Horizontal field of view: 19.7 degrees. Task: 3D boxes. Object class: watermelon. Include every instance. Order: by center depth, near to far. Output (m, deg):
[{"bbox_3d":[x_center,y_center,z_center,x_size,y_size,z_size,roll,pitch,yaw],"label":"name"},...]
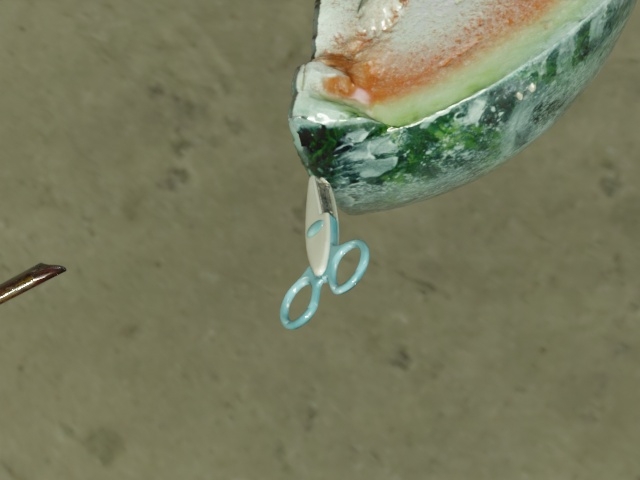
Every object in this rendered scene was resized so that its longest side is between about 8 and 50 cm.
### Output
[{"bbox_3d":[0.087,-0.156,1.202,0.289,0.320,0.213,-36,82,22],"label":"watermelon"}]

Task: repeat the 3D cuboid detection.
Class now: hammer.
[{"bbox_3d":[-0.262,0.054,1.299,0.178,0.065,0.021,-29,129,-2],"label":"hammer"}]

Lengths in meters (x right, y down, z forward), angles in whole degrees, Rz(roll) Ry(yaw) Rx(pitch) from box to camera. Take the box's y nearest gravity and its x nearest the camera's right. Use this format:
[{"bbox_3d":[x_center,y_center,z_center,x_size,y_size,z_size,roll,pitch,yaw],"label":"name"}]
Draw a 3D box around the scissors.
[{"bbox_3d":[0.000,0.000,0.937,0.058,0.119,0.014,-39,116,19],"label":"scissors"}]
